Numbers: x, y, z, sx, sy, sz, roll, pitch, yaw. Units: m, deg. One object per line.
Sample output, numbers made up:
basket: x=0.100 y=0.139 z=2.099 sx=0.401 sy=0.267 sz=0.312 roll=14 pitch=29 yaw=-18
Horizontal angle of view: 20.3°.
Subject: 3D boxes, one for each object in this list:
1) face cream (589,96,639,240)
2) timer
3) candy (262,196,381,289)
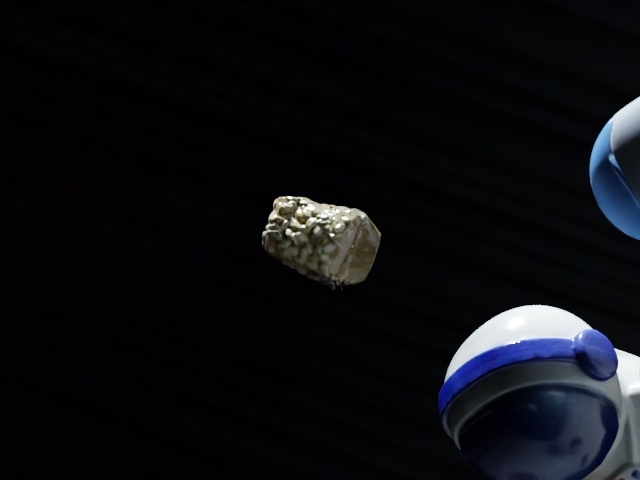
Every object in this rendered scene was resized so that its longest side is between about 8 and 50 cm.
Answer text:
face cream: x=0.324 y=-0.069 z=1.283 sx=0.083 sy=0.264 sz=0.149 roll=-10 pitch=-93 yaw=-76
timer: x=0.258 y=0.156 z=1.392 sx=0.270 sy=0.383 sz=0.270 roll=-36 pitch=45 yaw=46
candy: x=0.000 y=0.000 z=1.815 sx=0.095 sy=0.110 sz=0.085 roll=21 pitch=-92 yaw=-61
